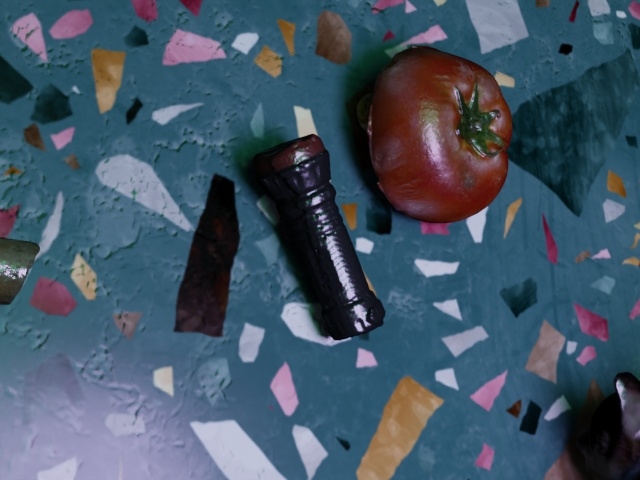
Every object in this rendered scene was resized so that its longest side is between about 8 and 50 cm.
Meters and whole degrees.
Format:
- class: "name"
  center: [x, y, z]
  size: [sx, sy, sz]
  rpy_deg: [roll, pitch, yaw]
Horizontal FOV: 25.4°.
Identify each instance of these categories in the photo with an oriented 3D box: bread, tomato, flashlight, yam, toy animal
- class: "bread"
  center: [0.079, -0.150, 1.703]
  size: [0.088, 0.034, 0.049]
  rpy_deg: [0, 82, -33]
- class: "tomato"
  center: [0.155, -0.130, 1.690]
  size: [0.225, 0.085, 0.225]
  rpy_deg: [2, 87, -41]
- class: "flashlight"
  center: [0.000, 0.000, 1.590]
  size: [0.093, 0.093, 0.232]
  rpy_deg: [-25, 98, -35]
- class: "yam"
  center: [-0.343, 0.024, 1.365]
  size: [0.146, 0.070, 0.069]
  rpy_deg: [8, 74, -31]
- class: "toy animal"
  center: [0.435, 0.237, 1.656]
  size: [0.194, 0.344, 0.302]
  rpy_deg: [6, 86, -36]
